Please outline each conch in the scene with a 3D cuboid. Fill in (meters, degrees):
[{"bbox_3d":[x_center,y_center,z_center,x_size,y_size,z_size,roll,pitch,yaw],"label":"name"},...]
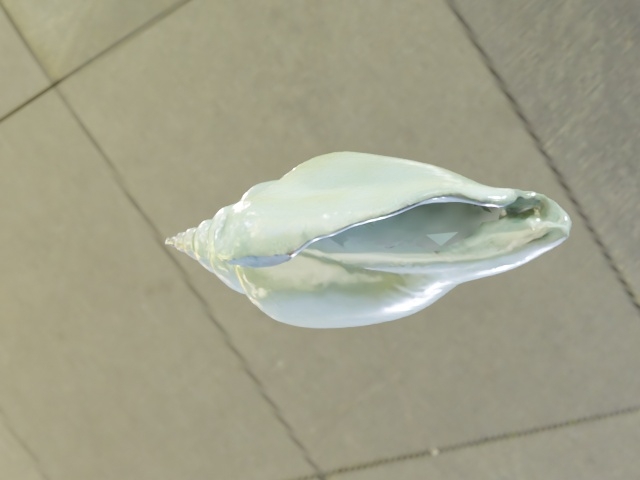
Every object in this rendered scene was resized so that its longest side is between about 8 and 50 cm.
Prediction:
[{"bbox_3d":[0.003,-0.006,0.566,0.180,0.065,0.088,-6,154,40],"label":"conch"}]
